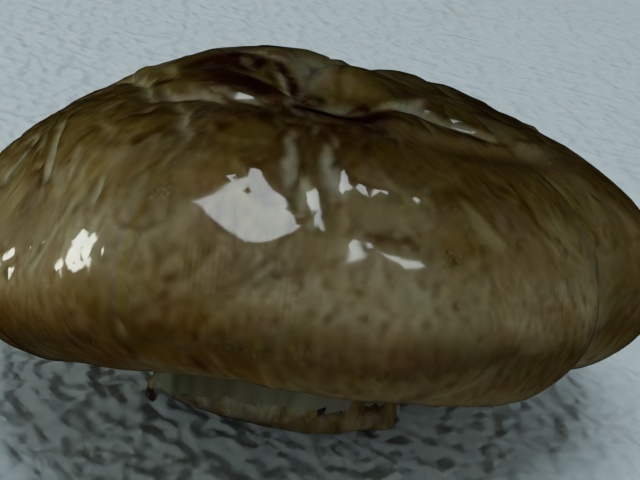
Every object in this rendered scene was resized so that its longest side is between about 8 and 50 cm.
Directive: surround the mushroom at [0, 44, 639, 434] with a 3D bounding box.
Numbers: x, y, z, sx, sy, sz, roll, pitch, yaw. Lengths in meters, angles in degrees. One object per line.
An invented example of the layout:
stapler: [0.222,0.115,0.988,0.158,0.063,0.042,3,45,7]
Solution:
mushroom: [0.000,0.000,0.440,0.278,0.146,0.278,6,5,-1]
